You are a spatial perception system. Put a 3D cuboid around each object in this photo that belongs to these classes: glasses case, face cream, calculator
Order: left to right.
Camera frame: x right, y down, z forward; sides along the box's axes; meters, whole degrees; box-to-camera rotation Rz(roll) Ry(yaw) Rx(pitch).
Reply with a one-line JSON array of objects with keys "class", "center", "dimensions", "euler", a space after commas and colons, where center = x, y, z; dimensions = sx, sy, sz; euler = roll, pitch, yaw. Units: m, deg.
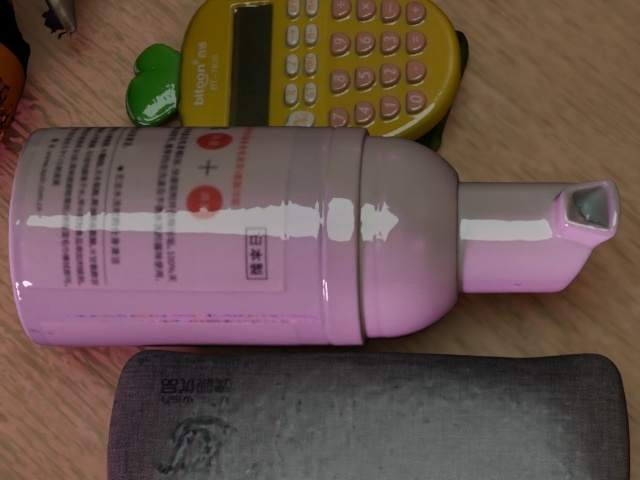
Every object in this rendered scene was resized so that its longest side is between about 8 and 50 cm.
[{"class": "calculator", "center": [-0.020, -0.114, 1.184], "dimensions": [0.235, 0.032, 0.146], "euler": [-4, 67, 12]}, {"class": "face cream", "center": [0.000, 0.000, 1.088], "dimensions": [0.370, 0.145, 0.145], "euler": [2, 70, 7]}, {"class": "glasses case", "center": [0.030, 0.136, 1.071], "dimensions": [0.323, 0.074, 0.131], "euler": [0, 68, 6]}]

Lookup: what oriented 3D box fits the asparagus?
[{"class": "asparagus", "center": [0.078, -0.094, 1.180], "dimensions": [0.025, 0.021, 0.108], "euler": [13, 72, 15]}]

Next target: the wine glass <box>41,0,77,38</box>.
[{"class": "wine glass", "center": [-0.073, -0.266, 1.199], "dimensions": [0.321, 0.143, 0.143], "euler": [-24, 69, -3]}]

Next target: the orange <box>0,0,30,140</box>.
[{"class": "orange", "center": [-0.316, -0.131, 1.160], "dimensions": [0.234, 0.182, 0.234], "euler": [-2, 81, 13]}]
